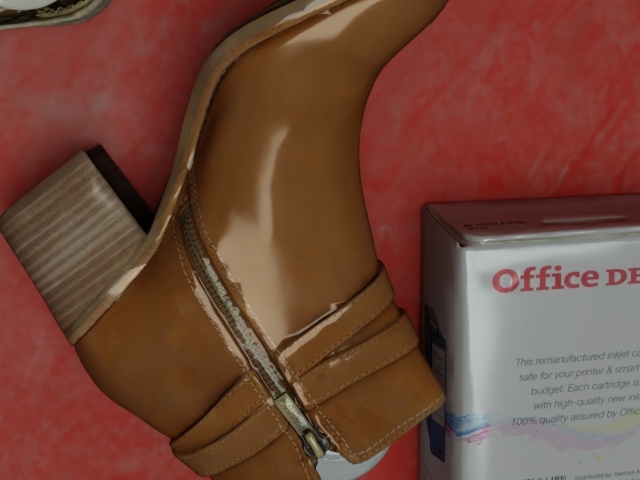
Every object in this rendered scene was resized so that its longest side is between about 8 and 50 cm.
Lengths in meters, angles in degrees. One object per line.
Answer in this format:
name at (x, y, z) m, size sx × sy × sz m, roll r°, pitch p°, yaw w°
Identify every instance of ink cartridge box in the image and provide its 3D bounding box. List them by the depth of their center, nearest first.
ink cartridge box at (0.139, 0.085, 0.772) m, size 0.154 × 0.093 × 0.212 m, roll -4°, pitch 107°, yaw -10°

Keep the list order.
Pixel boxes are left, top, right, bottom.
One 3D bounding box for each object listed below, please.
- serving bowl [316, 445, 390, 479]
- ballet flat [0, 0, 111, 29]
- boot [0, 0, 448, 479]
serving bowl at (0.006, 0.106, 0.786) m, size 0.083 × 0.027 × 0.083 m, roll -3°, pitch 104°, yaw -11°
ballet flat at (-0.185, -0.127, 0.675) m, size 0.168 × 0.052 × 0.057 m, roll -8°, pitch 106°, yaw -8°
boot at (0.000, 0.000, 0.696) m, size 0.283 × 0.109 × 0.220 m, roll -38°, pitch 96°, yaw 6°
